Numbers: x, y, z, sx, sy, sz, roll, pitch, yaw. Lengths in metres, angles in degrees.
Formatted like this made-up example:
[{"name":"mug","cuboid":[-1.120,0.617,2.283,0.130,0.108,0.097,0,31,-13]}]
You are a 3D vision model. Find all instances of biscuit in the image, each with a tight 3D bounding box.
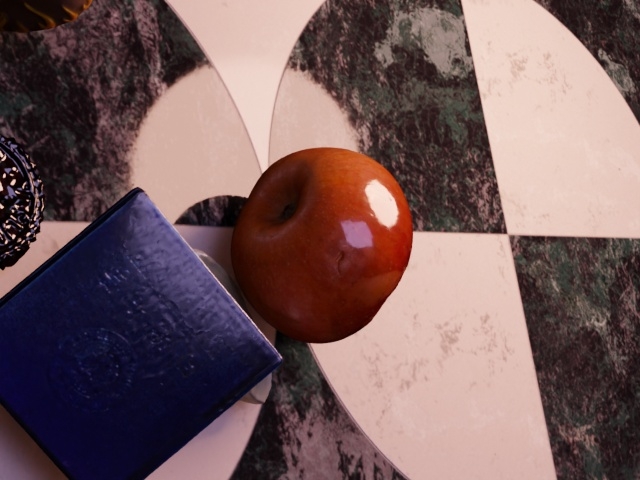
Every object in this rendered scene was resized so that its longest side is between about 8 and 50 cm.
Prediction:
[{"name":"biscuit","cuboid":[-0.419,-0.055,1.534,0.195,0.053,0.194,15,65,-35]}]

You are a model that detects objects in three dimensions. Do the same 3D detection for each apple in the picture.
[{"name":"apple","cuboid":[0.000,0.000,1.732,0.206,0.252,0.271,38,66,-27]}]

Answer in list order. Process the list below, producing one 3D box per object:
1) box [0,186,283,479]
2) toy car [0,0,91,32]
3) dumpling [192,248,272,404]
[{"name":"box","cuboid":[-0.233,0.125,1.494,0.279,0.116,0.261,-40,101,-7]},{"name":"toy car","cuboid":[-0.372,-0.413,1.531,0.271,0.340,0.240,-3,65,6]},{"name":"dumpling","cuboid":[-0.143,0.111,1.659,0.252,0.131,0.179,31,47,-33]}]
